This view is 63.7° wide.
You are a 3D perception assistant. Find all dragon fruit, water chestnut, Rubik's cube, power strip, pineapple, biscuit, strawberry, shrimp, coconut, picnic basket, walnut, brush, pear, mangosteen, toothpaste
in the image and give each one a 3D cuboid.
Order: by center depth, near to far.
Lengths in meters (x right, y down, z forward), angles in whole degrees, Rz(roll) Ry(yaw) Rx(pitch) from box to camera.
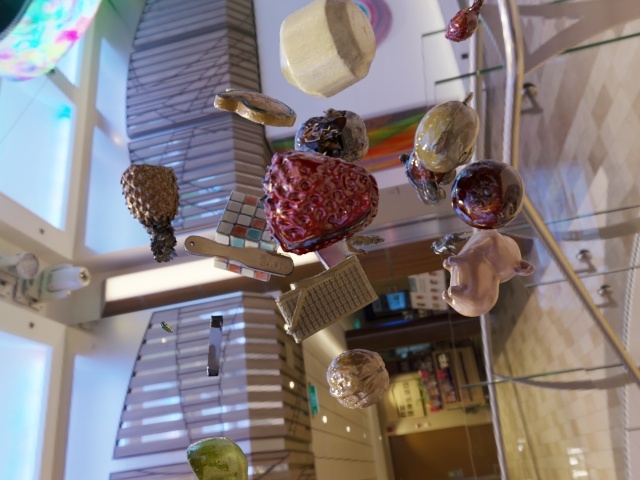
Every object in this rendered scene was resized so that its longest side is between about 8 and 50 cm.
[{"bbox_3d":[0.005,-0.506,1.373,0.237,0.265,0.238,40,-139,-46],"label":"coconut"},{"bbox_3d":[-0.237,0.046,1.502,0.065,0.327,0.070,160,121,-65],"label":"brush"},{"bbox_3d":[0.010,-0.119,1.510,0.295,0.344,0.318,45,-135,-66],"label":"strawberry"},{"bbox_3d":[0.514,-0.139,1.572,0.257,0.215,0.215,-7,-95,-61],"label":"mangosteen"},{"bbox_3d":[0.492,-0.737,1.699,0.094,0.190,0.094,32,-155,-17],"label":"dragon fruit"},{"bbox_3d":[0.007,0.185,1.712,0.176,0.312,0.228,61,177,2],"label":"picnic basket"},{"bbox_3d":[0.120,0.465,1.728,0.213,0.213,0.214,-11,-90,-82],"label":"walnut"},{"bbox_3d":[-0.239,-0.486,1.837,0.344,0.287,0.057,50,130,52],"label":"biscuit"},{"bbox_3d":[-0.596,-0.099,1.848,0.202,0.201,0.363,24,-125,-80],"label":"pineapple"},{"bbox_3d":[-0.584,0.332,1.958,0.020,0.017,0.083,56,171,28],"label":"toothpaste"},{"bbox_3d":[-0.398,0.839,1.966,0.239,0.139,0.288,39,-175,-46],"label":"pear"},{"bbox_3d":[0.182,0.017,2.045,0.124,0.178,0.034,-106,22,-53],"label":"shrimp"},{"bbox_3d":[-0.297,-0.017,2.189,0.256,0.253,0.259,107,176,-48],"label":"Rubik's cube"},{"bbox_3d":[0.000,0.000,2.191,0.279,0.109,0.037,53,154,-9],"label":"power strip"},{"bbox_3d":[0.059,-0.404,2.307,0.335,0.334,0.347,-92,-18,-51],"label":"water chestnut"}]

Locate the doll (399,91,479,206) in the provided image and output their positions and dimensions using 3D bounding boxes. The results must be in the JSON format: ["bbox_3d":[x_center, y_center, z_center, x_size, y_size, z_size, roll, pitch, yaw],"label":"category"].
[{"bbox_3d":[0.320,-0.244,1.400,0.235,0.174,0.330,-52,-10,-26],"label":"doll"}]

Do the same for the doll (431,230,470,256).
[{"bbox_3d":[0.606,0.015,2.441,0.139,0.165,0.057,-54,-55,-21],"label":"doll"}]

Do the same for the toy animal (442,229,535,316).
[{"bbox_3d":[0.574,0.111,1.819,0.237,0.269,0.327,134,147,-78],"label":"toy animal"}]

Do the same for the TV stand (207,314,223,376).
[{"bbox_3d":[-0.416,0.418,2.030,0.040,0.048,0.257,-126,41,-65],"label":"TV stand"}]
